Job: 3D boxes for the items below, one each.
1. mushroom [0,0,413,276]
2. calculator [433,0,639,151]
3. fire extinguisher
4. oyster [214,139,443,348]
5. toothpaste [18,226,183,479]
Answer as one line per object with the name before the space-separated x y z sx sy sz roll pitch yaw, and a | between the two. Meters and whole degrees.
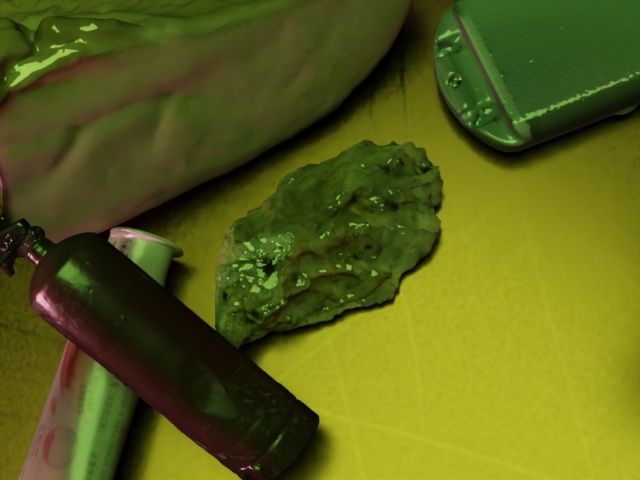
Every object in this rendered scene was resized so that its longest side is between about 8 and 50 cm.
mushroom | -0.135 -0.209 0.874 0.397 0.224 0.313 -25 54 -8
calculator | 0.210 -0.163 0.866 0.246 0.045 0.141 -23 68 0
fire extinguisher | -0.129 0.074 0.768 0.268 0.072 0.089 40 103 -7
oyster | 0.001 -0.009 0.833 0.209 0.072 0.133 -22 71 -1
toothpaste | -0.178 0.149 0.807 0.100 0.066 0.323 5 71 35
